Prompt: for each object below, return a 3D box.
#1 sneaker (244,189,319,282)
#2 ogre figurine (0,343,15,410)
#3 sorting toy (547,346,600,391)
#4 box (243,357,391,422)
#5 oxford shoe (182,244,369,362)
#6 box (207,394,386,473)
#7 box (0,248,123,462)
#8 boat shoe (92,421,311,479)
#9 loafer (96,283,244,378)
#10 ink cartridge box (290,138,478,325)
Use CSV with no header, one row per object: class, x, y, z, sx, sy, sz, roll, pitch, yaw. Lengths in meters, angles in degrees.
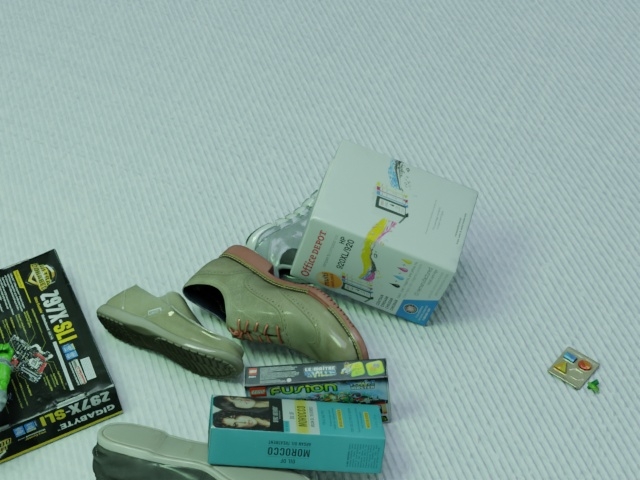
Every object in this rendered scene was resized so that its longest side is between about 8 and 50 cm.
sneaker,0.000,0.000,2.144,0.229,0.086,0.132,-34,58,-12
ogre figurine,-0.526,0.231,1.870,0.197,0.096,0.118,-12,35,-19
sorting toy,0.390,0.195,1.950,0.083,0.012,0.062,30,57,30
box,-0.003,0.225,1.900,0.207,0.114,0.036,-4,47,3
oxford shoe,-0.071,0.129,1.990,0.130,0.123,0.348,-31,40,-31
box,-0.036,0.272,1.841,0.244,0.060,0.100,4,21,-6
box,-0.481,0.181,2.025,0.257,0.079,0.322,-21,48,-14
boat shoe,-0.165,0.344,1.839,0.335,0.095,0.112,14,19,14
loafer,-0.224,0.131,2.019,0.269,0.102,0.092,20,64,24
ink cartridge box,0.095,-0.011,2.022,0.233,0.171,0.168,21,54,-1
